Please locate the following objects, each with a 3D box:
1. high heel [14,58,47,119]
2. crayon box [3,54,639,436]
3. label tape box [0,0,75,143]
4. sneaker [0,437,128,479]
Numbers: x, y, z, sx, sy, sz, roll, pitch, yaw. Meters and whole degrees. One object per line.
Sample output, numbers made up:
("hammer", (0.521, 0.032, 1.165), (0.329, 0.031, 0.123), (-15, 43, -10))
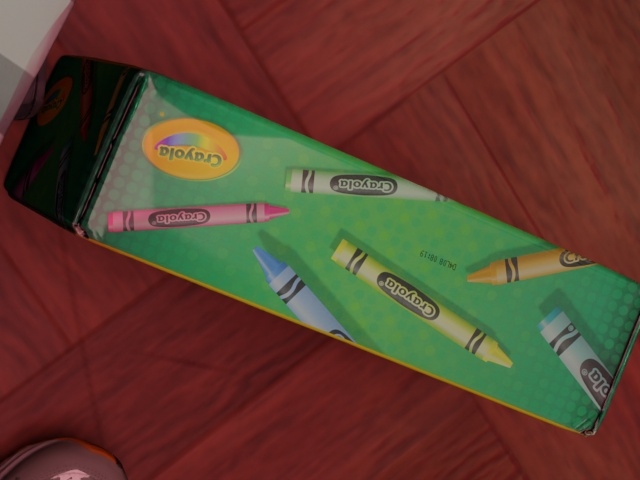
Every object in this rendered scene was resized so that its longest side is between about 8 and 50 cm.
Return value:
("high heel", (-0.204, -0.164, 0.808), (0.186, 0.093, 0.261), (-16, 111, -46))
("crayon box", (0.000, 0.000, 0.898), (0.278, 0.165, 0.081), (23, 89, -21))
("label tape box", (-0.269, -0.028, 0.669), (0.249, 0.115, 0.348), (33, 71, -29))
("sneaker", (-0.159, 0.225, 0.894), (0.099, 0.121, 0.262), (28, 87, -22))
